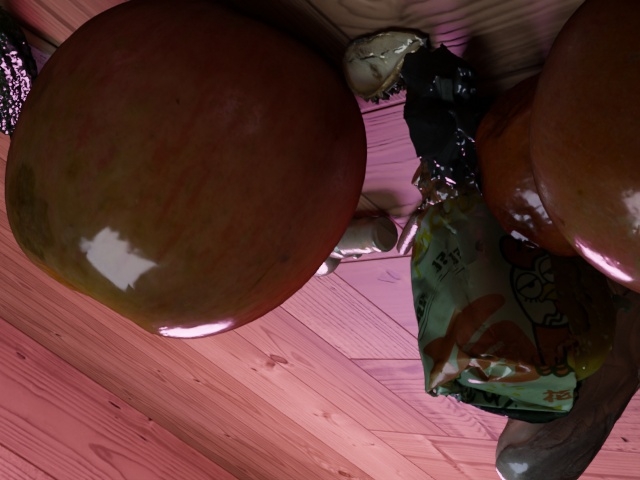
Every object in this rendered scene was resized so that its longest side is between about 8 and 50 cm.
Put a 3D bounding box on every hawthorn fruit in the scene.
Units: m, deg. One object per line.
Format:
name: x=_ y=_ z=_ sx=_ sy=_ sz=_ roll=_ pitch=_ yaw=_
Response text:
hawthorn fruit: x=0.215 y=-0.078 z=1.156 sx=0.174 sy=0.173 sz=0.179 roll=27 pitch=159 yaw=6

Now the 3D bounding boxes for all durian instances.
durian: x=0.070 y=-0.172 z=1.315 sx=0.130 sy=0.052 sz=0.066 roll=-8 pitch=100 yaw=53

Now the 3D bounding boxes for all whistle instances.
whistle: x=0.000 y=0.000 z=1.736 sx=0.126 sy=0.067 sz=0.258 roll=41 pitch=154 yaw=-30

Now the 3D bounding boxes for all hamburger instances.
hamburger: x=0.196 y=0.054 z=1.236 sx=0.235 sy=0.214 sz=0.125 roll=11 pitch=155 yaw=-13

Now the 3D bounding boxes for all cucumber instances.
cucumber: x=-0.391 y=-0.212 z=1.687 sx=0.077 sy=0.077 sz=0.265 roll=27 pitch=158 yaw=4

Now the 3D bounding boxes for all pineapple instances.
pineapple: x=0.131 y=-0.091 z=1.293 sx=0.119 sy=0.111 sz=0.237 roll=51 pitch=174 yaw=36

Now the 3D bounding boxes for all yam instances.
yam: x=0.109 y=-0.009 z=1.637 sx=0.021 sy=0.021 sz=0.116 roll=27 pitch=159 yaw=4

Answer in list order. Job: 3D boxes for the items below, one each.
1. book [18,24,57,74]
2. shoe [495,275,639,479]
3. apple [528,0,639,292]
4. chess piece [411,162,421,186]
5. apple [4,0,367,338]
book: x=-0.371 y=-0.217 z=1.773 sx=0.138 sy=0.016 sz=0.198 roll=31 pitch=159 yaw=-4
shoe: x=0.227 y=0.118 z=1.401 sx=0.211 sy=0.342 sz=0.132 roll=32 pitch=132 yaw=16
apple: x=0.278 y=-0.076 z=0.946 sx=0.254 sy=0.253 sz=0.253 roll=25 pitch=159 yaw=10
chess piece: x=0.147 y=-0.054 z=1.474 sx=0.092 sy=0.035 sz=0.035 roll=29 pitch=159 yaw=-9
apple: x=-0.148 y=-0.068 z=1.406 sx=0.364 sy=0.363 sz=0.364 roll=25 pitch=159 yaw=10
